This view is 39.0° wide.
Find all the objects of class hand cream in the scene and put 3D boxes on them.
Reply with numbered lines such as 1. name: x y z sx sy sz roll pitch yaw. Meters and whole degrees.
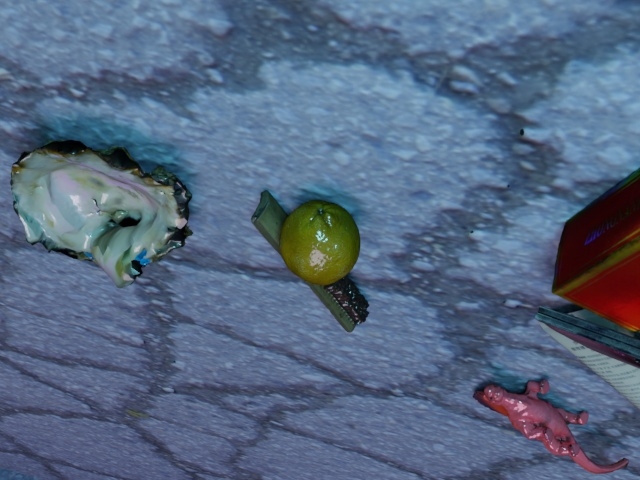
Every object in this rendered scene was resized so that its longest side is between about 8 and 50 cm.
1. hand cream: 0.369 0.157 1.039 0.276 0.059 0.095 39 144 -24

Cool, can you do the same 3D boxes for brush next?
1. brush: -0.004 0.028 1.025 0.036 0.043 0.248 -8 142 26

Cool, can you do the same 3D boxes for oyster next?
1. oyster: -0.240 -0.031 1.007 0.198 0.092 0.260 17 142 0

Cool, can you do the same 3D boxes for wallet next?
1. wallet: 0.330 0.118 0.862 0.232 0.025 0.119 21 178 44

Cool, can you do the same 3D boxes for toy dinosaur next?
1. toy dinosaur: 0.296 0.255 1.244 0.286 0.070 0.139 36 156 -35

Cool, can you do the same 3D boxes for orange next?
1. orange: 0.000 0.000 0.932 0.085 0.085 0.095 14 137 6

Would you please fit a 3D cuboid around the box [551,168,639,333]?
1. box: 0.392 0.040 0.789 0.313 0.089 0.197 24 151 -10
